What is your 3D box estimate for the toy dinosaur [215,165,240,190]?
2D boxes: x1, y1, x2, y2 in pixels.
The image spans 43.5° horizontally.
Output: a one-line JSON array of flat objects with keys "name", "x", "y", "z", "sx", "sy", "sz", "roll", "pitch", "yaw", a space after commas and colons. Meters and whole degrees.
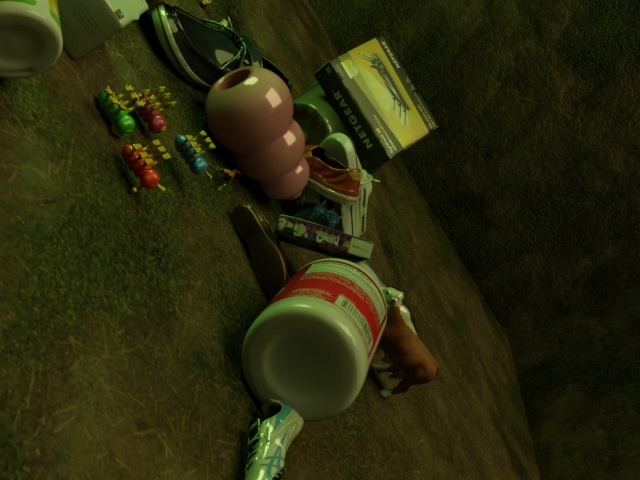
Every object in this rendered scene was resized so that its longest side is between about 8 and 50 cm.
[{"name": "toy dinosaur", "x": -0.199, "y": -0.147, "z": 1.739, "sx": 0.082, "sy": 0.090, "sz": 0.047, "roll": 5, "pitch": -59, "yaw": 57}]

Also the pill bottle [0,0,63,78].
[{"name": "pill bottle", "x": -0.465, "y": -0.374, "z": 1.194, "sx": 0.136, "sy": 0.136, "sz": 0.246, "roll": 37, "pitch": 30, "yaw": -55}]

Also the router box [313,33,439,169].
[{"name": "router box", "x": 0.157, "y": -0.382, "z": 2.194, "sx": 0.243, "sy": 0.081, "sz": 0.309, "roll": -37, "pitch": 96, "yaw": -38}]

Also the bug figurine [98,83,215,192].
[{"name": "bug figurine", "x": -0.309, "y": -0.189, "z": 1.483, "sx": 0.216, "sy": 0.072, "sz": 0.279, "roll": 57, "pitch": 22, "yaw": 1}]

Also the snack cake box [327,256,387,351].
[{"name": "snack cake box", "x": 0.124, "y": 0.160, "z": 2.189, "sx": 0.264, "sy": 0.089, "sz": 0.152, "roll": 51, "pitch": 20, "yaw": -33}]

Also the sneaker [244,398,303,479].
[{"name": "sneaker", "x": -0.094, "y": 0.348, "z": 1.319, "sx": 0.086, "sy": 0.085, "sz": 0.237, "roll": 33, "pitch": 25, "yaw": -2}]

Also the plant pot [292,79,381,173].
[{"name": "plant pot", "x": 0.017, "y": -0.312, "z": 2.284, "sx": 0.280, "sy": 0.323, "sz": 0.323, "roll": -24, "pitch": 86, "yaw": -57}]

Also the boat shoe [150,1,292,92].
[{"name": "boat shoe", "x": -0.230, "y": -0.445, "z": 1.956, "sx": 0.500, "sy": 0.156, "sz": 0.187, "roll": 30, "pitch": 39, "yaw": -58}]

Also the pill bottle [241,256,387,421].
[{"name": "pill bottle", "x": 0.008, "y": 0.169, "z": 1.589, "sx": 0.229, "sy": 0.229, "sz": 0.408, "roll": 61, "pitch": 18, "yaw": -7}]

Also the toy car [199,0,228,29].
[{"name": "toy car", "x": -0.292, "y": -0.642, "z": 2.238, "sx": 0.122, "sy": 0.060, "sz": 0.041, "roll": 46, "pitch": 55, "yaw": -27}]

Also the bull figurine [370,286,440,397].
[{"name": "bull figurine", "x": 0.178, "y": 0.259, "z": 2.027, "sx": 0.310, "sy": 0.188, "sz": 0.101, "roll": 56, "pitch": 18, "yaw": -21}]

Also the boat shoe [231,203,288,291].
[{"name": "boat shoe", "x": -0.119, "y": 0.013, "z": 1.729, "sx": 0.207, "sy": 0.073, "sz": 0.073, "roll": 66, "pitch": 19, "yaw": 10}]

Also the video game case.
[{"name": "video game case", "x": 0.000, "y": 0.000, "z": 1.794, "sx": 0.232, "sy": 0.210, "sz": 0.042, "roll": 143, "pitch": -37, "yaw": -83}]

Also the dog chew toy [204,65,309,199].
[{"name": "dog chew toy", "x": -0.129, "y": -0.236, "z": 1.877, "sx": 0.207, "sy": 0.206, "sz": 0.332, "roll": -91, "pitch": 156, "yaw": -55}]

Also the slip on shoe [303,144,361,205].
[{"name": "slip on shoe", "x": -0.030, "y": -0.201, "z": 2.036, "sx": 0.331, "sy": 0.101, "sz": 0.123, "roll": 31, "pitch": 19, "yaw": 28}]

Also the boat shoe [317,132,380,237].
[{"name": "boat shoe", "x": 0.087, "y": -0.146, "z": 2.165, "sx": 0.135, "sy": 0.156, "sz": 0.367, "roll": 29, "pitch": -41, "yaw": 37}]

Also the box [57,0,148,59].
[{"name": "box", "x": -0.427, "y": -0.450, "z": 1.448, "sx": 0.182, "sy": 0.119, "sz": 0.181, "roll": 56, "pitch": 18, "yaw": -21}]

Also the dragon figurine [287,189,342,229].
[{"name": "dragon figurine", "x": -0.007, "y": -0.076, "z": 2.063, "sx": 0.085, "sy": 0.144, "sz": 0.289, "roll": 59, "pitch": 18, "yaw": -14}]
